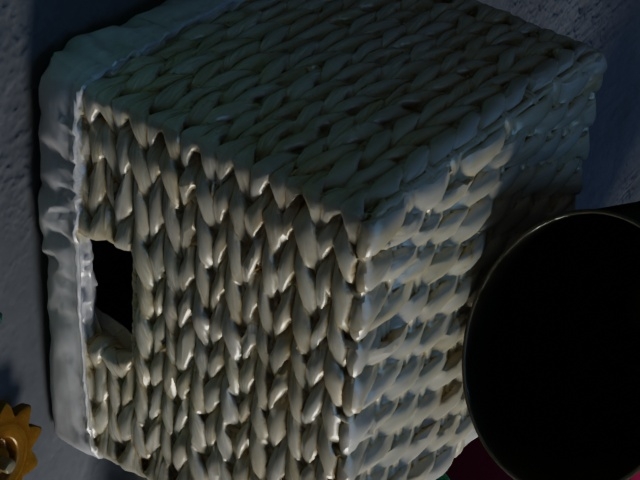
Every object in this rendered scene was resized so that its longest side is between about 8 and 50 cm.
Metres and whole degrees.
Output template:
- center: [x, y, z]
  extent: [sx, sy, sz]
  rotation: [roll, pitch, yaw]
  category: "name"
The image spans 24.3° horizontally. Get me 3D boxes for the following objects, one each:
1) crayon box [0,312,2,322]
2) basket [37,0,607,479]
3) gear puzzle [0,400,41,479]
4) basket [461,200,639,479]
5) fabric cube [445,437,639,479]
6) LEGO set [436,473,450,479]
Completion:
- center: [-0.309, 0.102, 0.791]
  extent: [0.278, 0.081, 0.165]
  rotation: [-57, 152, -19]
  category: "crayon box"
- center: [0.000, 0.000, 1.077]
  extent: [0.331, 0.266, 0.328]
  rotation: [-35, 140, -44]
  category: "basket"
- center: [-0.294, 0.244, 0.979]
  extent: [0.339, 0.044, 0.175]
  rotation: [-59, 150, -22]
  category: "gear puzzle"
- center: [0.220, 0.053, 1.064]
  extent: [0.227, 0.154, 0.204]
  rotation: [-22, 134, -58]
  category: "basket"
- center: [0.278, 0.271, 1.791]
  extent: [0.254, 0.259, 0.258]
  rotation: [-59, 152, -13]
  category: "fabric cube"
- center: [-0.026, 0.275, 1.283]
  extent: [0.255, 0.192, 0.331]
  rotation: [47, 57, -21]
  category: "LEGO set"
